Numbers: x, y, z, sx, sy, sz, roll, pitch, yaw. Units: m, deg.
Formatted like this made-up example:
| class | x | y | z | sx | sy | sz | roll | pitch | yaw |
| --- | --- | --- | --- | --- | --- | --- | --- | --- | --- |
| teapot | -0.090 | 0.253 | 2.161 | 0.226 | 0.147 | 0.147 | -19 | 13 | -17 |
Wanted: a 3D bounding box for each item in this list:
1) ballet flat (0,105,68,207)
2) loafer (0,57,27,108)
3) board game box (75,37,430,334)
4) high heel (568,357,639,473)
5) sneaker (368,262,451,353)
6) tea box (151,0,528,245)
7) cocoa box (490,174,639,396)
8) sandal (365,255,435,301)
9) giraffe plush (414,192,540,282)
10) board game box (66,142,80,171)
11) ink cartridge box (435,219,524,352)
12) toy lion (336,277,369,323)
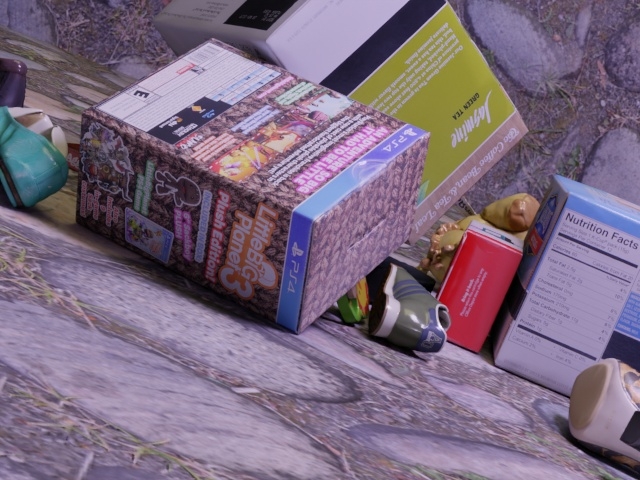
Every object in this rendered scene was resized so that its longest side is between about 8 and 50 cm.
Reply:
| class | x | y | z | sx | sy | sz | roll | pitch | yaw |
| --- | --- | --- | --- | --- | --- | --- | --- | --- | --- |
| ballet flat | -0.321 | -0.100 | 1.781 | 0.087 | 0.083 | 0.247 | -24 | 27 | -13 |
| loafer | -0.493 | -0.239 | 2.256 | 0.302 | 0.095 | 0.109 | 29 | 10 | 41 |
| board game box | -0.072 | -0.066 | 1.737 | 0.291 | 0.141 | 0.232 | 26 | 38 | 22 |
| high heel | 0.355 | 0.209 | 1.670 | 0.186 | 0.093 | 0.261 | 31 | 4 | -12 |
| sneaker | 0.104 | 0.084 | 1.855 | 0.086 | 0.064 | 0.192 | 23 | 13 | -2 |
| tea box | 0.020 | -0.202 | 2.019 | 0.323 | 0.220 | 0.329 | 54 | -16 | -27 |
| cocoa box | 0.360 | 0.068 | 2.068 | 0.231 | 0.228 | 0.347 | 23 | 7 | 3 |
| sandal | -0.001 | -0.001 | 1.962 | 0.167 | 0.107 | 0.446 | 26 | 9 | 29 |
| giraffe plush | 0.227 | 0.022 | 2.363 | 0.210 | 0.181 | 0.170 | 36 | 32 | 16 |
| board game box | -0.199 | -0.061 | 2.127 | 0.281 | 0.027 | 0.145 | 25 | 9 | 16 |
| ink cartridge box | 0.189 | 0.055 | 2.017 | 0.078 | 0.134 | 0.231 | 24 | 8 | 5 |
| toy lion | 0.035 | 0.054 | 1.831 | 0.034 | 0.096 | 0.100 | -10 | 40 | 14 |
